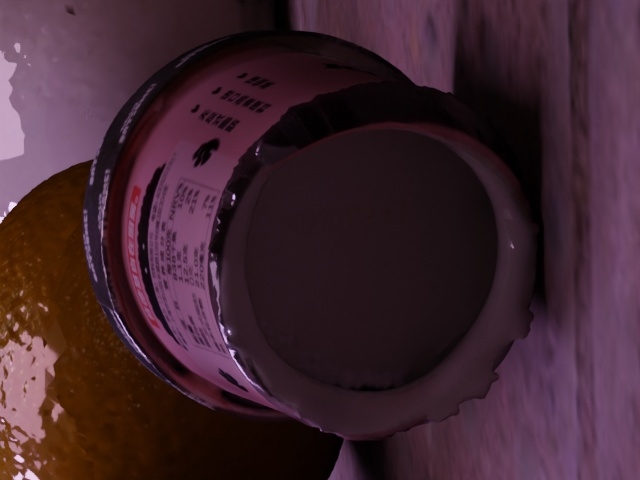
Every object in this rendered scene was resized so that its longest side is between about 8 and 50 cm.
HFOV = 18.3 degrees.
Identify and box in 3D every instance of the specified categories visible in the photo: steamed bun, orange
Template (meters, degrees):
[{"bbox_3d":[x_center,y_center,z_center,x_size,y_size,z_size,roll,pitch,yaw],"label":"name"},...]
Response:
[{"bbox_3d":[-0.158,-0.101,1.311,0.374,0.241,0.374,172,90,-82],"label":"steamed bun"},{"bbox_3d":[-0.089,0.067,1.057,0.236,0.236,0.236,175,90,-80],"label":"orange"}]

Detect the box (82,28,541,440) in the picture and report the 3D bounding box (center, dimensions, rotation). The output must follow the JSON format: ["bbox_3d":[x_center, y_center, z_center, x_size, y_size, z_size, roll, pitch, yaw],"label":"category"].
[{"bbox_3d":[0.000,0.000,0.724,0.135,0.151,0.151,-159,64,-70],"label":"box"}]
